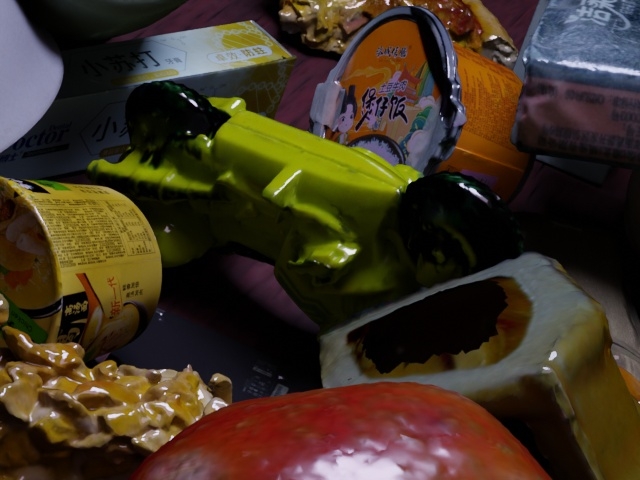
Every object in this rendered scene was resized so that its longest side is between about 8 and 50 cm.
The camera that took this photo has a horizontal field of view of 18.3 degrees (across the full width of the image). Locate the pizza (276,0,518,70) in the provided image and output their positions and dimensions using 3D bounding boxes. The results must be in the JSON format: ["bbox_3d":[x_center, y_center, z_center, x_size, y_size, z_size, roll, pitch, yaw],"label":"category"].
[{"bbox_3d":[0.043,-0.233,1.868,0.228,0.081,0.289,-18,49,-44],"label":"pizza"}]

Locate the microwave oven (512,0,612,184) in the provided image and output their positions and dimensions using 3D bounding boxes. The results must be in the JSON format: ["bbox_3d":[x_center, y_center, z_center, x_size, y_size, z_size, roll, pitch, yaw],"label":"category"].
[{"bbox_3d":[0.252,-0.181,1.776,0.122,0.208,0.162,24,32,8],"label":"microwave oven"}]

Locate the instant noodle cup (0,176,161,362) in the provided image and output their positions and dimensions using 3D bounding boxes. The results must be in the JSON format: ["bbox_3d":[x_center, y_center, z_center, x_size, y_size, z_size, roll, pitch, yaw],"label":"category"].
[{"bbox_3d":[-0.186,0.023,1.300,0.151,0.151,0.122,36,25,26],"label":"instant noodle cup"}]

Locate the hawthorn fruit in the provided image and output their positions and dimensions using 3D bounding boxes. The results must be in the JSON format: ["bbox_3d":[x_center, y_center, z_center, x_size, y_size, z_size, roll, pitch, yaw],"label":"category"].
[{"bbox_3d":[-0.012,0.205,1.011,0.300,0.254,0.254,-16,46,-39],"label":"hawthorn fruit"}]

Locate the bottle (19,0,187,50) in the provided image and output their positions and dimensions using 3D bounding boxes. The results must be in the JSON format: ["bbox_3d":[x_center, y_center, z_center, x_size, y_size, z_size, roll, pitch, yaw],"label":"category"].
[{"bbox_3d":[-0.182,-0.232,1.555,0.168,0.168,0.347,9,-5,-16],"label":"bottle"}]

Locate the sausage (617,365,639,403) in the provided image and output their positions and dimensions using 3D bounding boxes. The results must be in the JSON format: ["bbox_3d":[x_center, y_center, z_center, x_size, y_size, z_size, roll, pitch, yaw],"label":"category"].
[{"bbox_3d":[0.259,0.144,1.427,0.183,0.054,0.062,32,2,23],"label":"sausage"}]

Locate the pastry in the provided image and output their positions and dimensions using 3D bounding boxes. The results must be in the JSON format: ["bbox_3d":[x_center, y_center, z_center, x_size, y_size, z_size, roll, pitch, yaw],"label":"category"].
[{"bbox_3d":[-0.164,0.113,1.153,0.250,0.154,0.102,14,33,-13],"label":"pastry"}]

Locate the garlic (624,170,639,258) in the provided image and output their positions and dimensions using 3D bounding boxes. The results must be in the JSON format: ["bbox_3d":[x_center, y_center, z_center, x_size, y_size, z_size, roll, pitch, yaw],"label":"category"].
[{"bbox_3d":[0.341,0.001,1.650,0.196,0.151,0.338,26,10,-46],"label":"garlic"}]

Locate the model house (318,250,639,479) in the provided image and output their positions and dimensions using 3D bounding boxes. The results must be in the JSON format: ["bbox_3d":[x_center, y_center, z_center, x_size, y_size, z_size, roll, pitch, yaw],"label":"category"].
[{"bbox_3d":[0.127,0.148,1.207,0.173,0.239,0.268,-28,14,4],"label":"model house"}]

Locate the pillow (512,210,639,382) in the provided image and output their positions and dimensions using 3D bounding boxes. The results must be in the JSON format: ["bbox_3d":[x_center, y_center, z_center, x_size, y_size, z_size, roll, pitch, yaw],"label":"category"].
[{"bbox_3d":[0.197,0.041,1.569,0.130,0.033,0.217,11,33,-8],"label":"pillow"}]

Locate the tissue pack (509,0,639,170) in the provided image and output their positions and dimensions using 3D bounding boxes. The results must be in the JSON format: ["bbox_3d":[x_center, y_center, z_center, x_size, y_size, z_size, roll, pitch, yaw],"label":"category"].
[{"bbox_3d":[0.322,-0.118,1.550,0.315,0.103,0.228,9,25,11],"label":"tissue pack"}]

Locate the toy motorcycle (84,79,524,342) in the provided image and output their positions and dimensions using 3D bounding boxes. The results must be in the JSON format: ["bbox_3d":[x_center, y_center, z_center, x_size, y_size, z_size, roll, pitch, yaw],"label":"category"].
[{"bbox_3d":[0.001,-0.001,1.403,0.342,0.206,0.142,20,41,31],"label":"toy motorcycle"}]

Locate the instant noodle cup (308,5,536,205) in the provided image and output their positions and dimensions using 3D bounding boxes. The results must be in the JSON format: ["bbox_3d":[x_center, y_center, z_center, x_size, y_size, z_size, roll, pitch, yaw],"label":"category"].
[{"bbox_3d":[0.096,-0.089,1.607,0.125,0.178,0.208,15,16,-32],"label":"instant noodle cup"}]

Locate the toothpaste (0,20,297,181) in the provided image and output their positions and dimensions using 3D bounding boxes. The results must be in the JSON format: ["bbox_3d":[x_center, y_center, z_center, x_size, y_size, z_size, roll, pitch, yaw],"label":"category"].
[{"bbox_3d":[-0.161,-0.109,1.562,0.313,0.089,0.071,-15,49,-42],"label":"toothpaste"}]

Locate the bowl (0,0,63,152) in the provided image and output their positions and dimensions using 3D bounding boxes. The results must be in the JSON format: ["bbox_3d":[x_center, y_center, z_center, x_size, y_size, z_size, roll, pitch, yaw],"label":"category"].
[{"bbox_3d":[-0.358,-0.159,1.370,0.345,0.157,0.345,-4,33,2],"label":"bowl"}]

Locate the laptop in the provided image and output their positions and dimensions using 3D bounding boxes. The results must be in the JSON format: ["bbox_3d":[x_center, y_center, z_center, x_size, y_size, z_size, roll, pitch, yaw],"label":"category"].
[{"bbox_3d":[-0.060,0.109,1.347,0.180,0.016,0.129,21,31,5],"label":"laptop"}]
